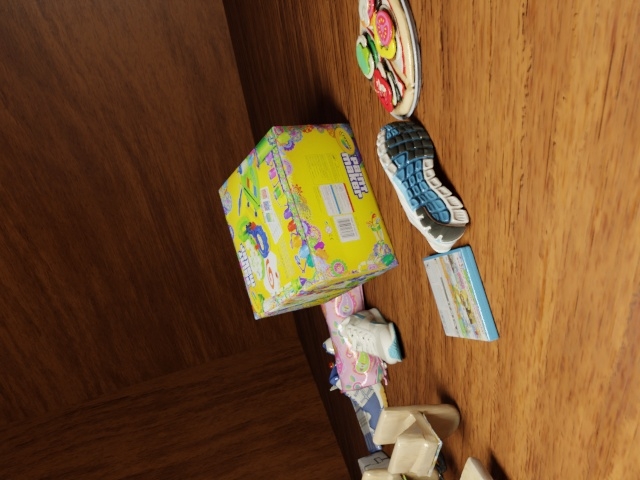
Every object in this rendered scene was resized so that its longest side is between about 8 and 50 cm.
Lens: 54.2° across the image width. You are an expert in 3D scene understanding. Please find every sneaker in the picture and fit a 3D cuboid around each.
[{"bbox_3d":[0.122,-0.066,0.801,0.083,0.072,0.190,78,173,-66],"label":"sneaker"},{"bbox_3d":[0.089,0.367,1.631,0.112,0.131,0.296,-152,45,-76],"label":"sneaker"},{"bbox_3d":[0.109,0.211,1.329,0.229,0.092,0.087,-149,46,-76],"label":"sneaker"}]

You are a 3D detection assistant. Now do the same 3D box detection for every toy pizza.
[{"bbox_3d":[0.080,-0.257,0.827,0.201,0.032,0.201,164,90,-82],"label":"toy pizza"}]

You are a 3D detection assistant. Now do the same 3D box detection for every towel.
[{"bbox_3d":[0.132,0.526,1.978,0.209,0.034,0.284,94,158,-68],"label":"towel"}]

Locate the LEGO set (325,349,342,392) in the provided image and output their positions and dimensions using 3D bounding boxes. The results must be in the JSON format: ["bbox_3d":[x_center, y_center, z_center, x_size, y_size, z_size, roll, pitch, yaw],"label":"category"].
[{"bbox_3d":[0.050,0.447,2.171,0.244,0.060,0.182,67,-177,-60],"label":"LEGO set"}]

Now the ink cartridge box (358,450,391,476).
[{"bbox_3d":[0.184,0.713,1.814,0.203,0.086,0.148,128,125,-79],"label":"ink cartridge box"}]

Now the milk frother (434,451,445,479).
[{"bbox_3d":[0.178,0.474,1.218,0.129,0.135,0.143,-16,93,51],"label":"milk frother"}]

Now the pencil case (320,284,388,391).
[{"bbox_3d":[0.074,0.219,1.500,0.124,0.124,0.283,158,96,-82],"label":"pencil case"}]

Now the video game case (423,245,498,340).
[{"bbox_3d":[0.183,0.073,0.838,0.166,0.015,0.119,137,117,-81],"label":"video game case"}]

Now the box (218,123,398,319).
[{"bbox_3d":[-0.038,-0.031,1.210,0.279,0.177,0.289,-34,70,54],"label":"box"}]

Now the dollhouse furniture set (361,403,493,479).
[{"bbox_3d":[0.227,0.507,0.928,0.362,0.257,0.393,-121,38,-58],"label":"dollhouse furniture set"}]
